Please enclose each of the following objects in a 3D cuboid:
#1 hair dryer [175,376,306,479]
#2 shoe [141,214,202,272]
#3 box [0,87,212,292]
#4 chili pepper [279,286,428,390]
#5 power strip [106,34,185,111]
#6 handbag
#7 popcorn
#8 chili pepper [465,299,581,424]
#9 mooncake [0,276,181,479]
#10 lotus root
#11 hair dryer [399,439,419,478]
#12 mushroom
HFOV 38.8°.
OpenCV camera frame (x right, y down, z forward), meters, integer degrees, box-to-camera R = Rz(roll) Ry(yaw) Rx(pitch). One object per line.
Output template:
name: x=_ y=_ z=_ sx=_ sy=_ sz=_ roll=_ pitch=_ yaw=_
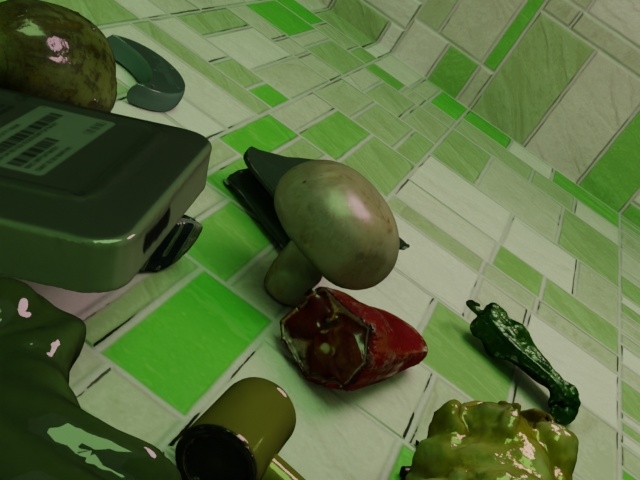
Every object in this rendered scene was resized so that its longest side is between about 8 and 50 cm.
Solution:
hair dryer: x=-0.016 y=0.270 z=0.956 sx=0.279 sy=0.090 sz=0.135 roll=43 pitch=23 yaw=3
shoe: x=-0.249 y=-0.023 z=1.170 sx=0.207 sy=0.091 sz=0.106 roll=9 pitch=40 yaw=-38
box: x=-0.342 y=-0.082 z=1.036 sx=0.373 sy=0.090 sz=0.367 roll=13 pitch=24 yaw=3
chili pepper: x=0.061 y=0.138 z=1.270 sx=0.144 sy=0.136 sz=0.253 roll=-4 pitch=-8 yaw=30
power strip: x=-0.319 y=-0.306 z=1.655 sx=0.137 sy=0.044 sz=0.216 roll=14 pitch=32 yaw=-38
handbag: x=-0.004 y=-0.050 z=1.541 sx=0.260 sy=0.079 sz=0.247 roll=3 pitch=40 yaw=-50
popcorn: x=0.184 y=0.291 z=0.986 sx=0.286 sy=0.215 sz=0.252 roll=34 pitch=45 yaw=-84
chili pepper: x=0.339 y=0.195 z=1.521 sx=0.257 sy=0.074 sz=0.100 roll=44 pitch=26 yaw=18
mooncake: x=-0.281 y=0.167 z=0.609 sx=0.351 sy=0.187 sz=0.351 roll=15 pitch=35 yaw=-11
lotus root: x=-0.398 y=-0.251 z=1.300 sx=0.173 sy=0.173 sz=0.309 roll=40 pitch=12 yaw=12
hair dryer: x=0.128 y=0.284 z=1.170 sx=0.079 sy=0.031 sz=0.083 roll=12 pitch=18 yaw=-23
mushroom: x=0.013 y=-0.011 z=1.307 sx=0.206 sy=0.209 sz=0.206 roll=14 pitch=55 yaw=-21
